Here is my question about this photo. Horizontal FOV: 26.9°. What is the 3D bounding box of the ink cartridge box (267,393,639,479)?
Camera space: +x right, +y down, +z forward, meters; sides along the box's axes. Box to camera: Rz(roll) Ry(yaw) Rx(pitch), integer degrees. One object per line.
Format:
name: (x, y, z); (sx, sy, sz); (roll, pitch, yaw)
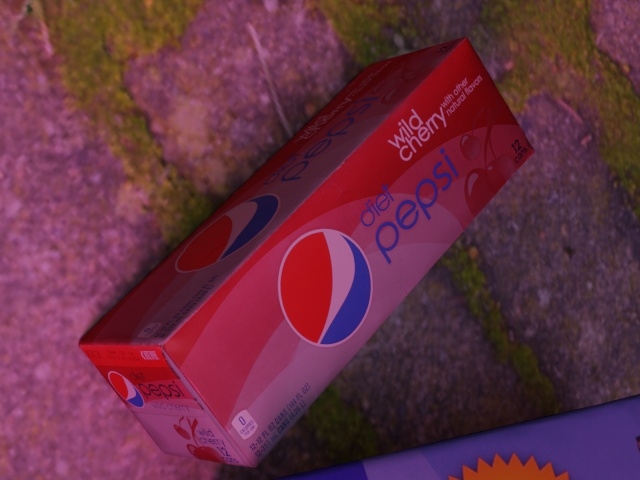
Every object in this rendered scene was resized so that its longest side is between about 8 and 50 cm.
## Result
ink cartridge box: (0.103, 0.233, 0.681); (0.396, 0.151, 0.270); (-10, 73, -24)

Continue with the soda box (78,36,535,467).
soda box: (0.000, 0.000, 0.725); (0.263, 0.092, 0.083); (-47, 113, -30)
